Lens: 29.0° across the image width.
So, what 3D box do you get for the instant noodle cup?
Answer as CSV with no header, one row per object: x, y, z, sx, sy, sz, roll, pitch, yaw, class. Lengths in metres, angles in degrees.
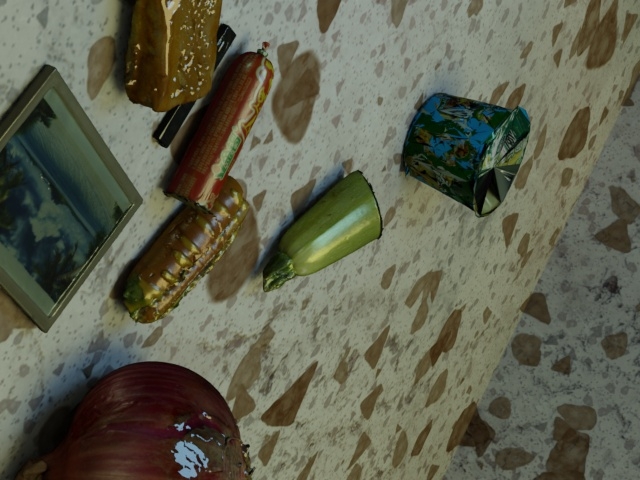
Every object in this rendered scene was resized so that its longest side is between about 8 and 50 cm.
0.284,-0.182,2.447,0.240,0.178,0.240,-44,148,-37,instant noodle cup

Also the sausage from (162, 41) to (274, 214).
-0.136,-0.169,1.781,0.264,0.083,0.083,-64,155,-2,sausage

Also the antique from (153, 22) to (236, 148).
-0.175,-0.216,1.727,0.192,0.015,0.031,-60,154,-8,antique

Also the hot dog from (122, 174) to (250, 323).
-0.198,0.018,1.844,0.269,0.072,0.115,-54,161,-22,hot dog

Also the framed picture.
-0.345,-0.042,1.555,0.232,0.024,0.315,-57,155,-18,framed picture

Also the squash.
0.009,-0.007,2.153,0.287,0.137,0.137,-38,145,-39,squash

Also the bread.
-0.188,-0.298,1.555,0.139,0.077,0.271,-28,136,-46,bread

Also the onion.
-0.237,0.355,1.788,0.353,0.353,0.354,-44,148,-36,onion
